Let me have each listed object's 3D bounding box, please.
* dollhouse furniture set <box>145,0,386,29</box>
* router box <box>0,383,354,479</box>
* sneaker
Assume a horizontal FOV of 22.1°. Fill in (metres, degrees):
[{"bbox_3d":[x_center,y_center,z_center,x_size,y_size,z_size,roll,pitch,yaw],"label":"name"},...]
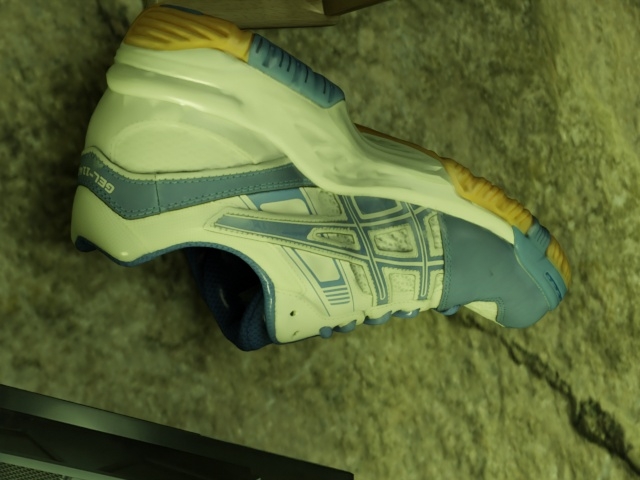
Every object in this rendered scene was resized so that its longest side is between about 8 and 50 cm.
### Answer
[{"bbox_3d":[-0.001,-0.187,0.784,0.123,0.151,0.144,-9,90,-42],"label":"dollhouse furniture set"},{"bbox_3d":[-0.136,0.185,0.669,0.309,0.081,0.243,21,72,-39],"label":"router box"},{"bbox_3d":[0.000,0.000,0.815,0.296,0.112,0.131,27,85,-35],"label":"sneaker"}]
